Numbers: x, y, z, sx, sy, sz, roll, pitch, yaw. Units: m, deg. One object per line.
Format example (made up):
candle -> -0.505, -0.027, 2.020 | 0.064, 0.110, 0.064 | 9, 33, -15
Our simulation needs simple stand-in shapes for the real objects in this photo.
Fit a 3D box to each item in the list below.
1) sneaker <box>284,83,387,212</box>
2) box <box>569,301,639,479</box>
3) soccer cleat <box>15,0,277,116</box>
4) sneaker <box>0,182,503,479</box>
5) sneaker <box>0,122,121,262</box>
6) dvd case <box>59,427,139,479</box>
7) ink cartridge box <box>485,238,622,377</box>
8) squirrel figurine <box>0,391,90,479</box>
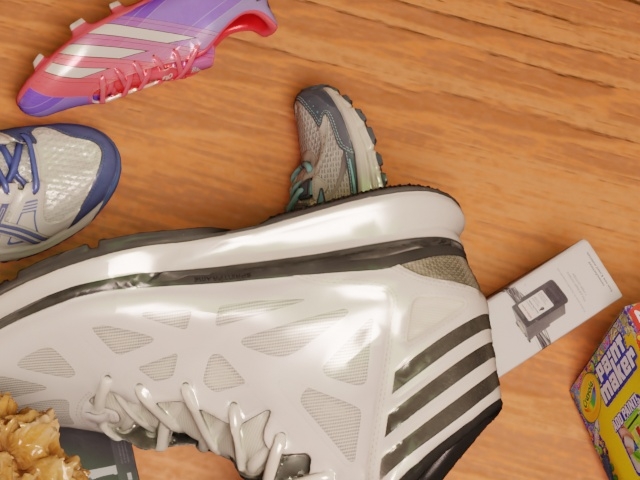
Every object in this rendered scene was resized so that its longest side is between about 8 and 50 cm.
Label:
sneaker -> 0.000, 0.000, 1.276 | 0.122, 0.110, 0.283 | -9, 76, -10
box -> 0.412, 0.176, 1.240 | 0.290, 0.177, 0.279 | -15, 63, -15
soccer cleat -> -0.152, -0.169, 1.311 | 0.248, 0.083, 0.095 | -36, 88, -21
sneaker -> -0.076, 0.130, 1.110 | 0.448, 0.169, 0.257 | -15, 65, -2
sneaker -> -0.305, -0.041, 1.215 | 0.296, 0.131, 0.111 | -15, 76, -16
dvd case -> -0.278, 0.165, 1.213 | 0.239, 0.029, 0.179 | -11, 77, -13
ink cartridge box -> 0.169, 0.071, 1.285 | 0.150, 0.109, 0.063 | -31, 86, -17
squirrel figurine -> -0.342, 0.251, 1.051 | 0.397, 0.281, 0.370 | -23, 69, -7
